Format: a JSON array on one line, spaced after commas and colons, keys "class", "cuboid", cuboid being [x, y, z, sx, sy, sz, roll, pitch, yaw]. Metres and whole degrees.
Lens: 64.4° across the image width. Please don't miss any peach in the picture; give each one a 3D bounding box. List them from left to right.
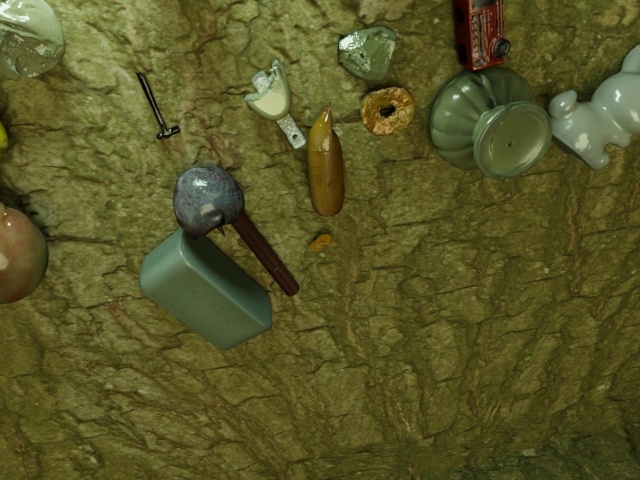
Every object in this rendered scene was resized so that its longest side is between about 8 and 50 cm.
[{"class": "peach", "cuboid": [-0.842, 0.029, 1.278, 0.293, 0.247, 0.292, 5, 136, 5]}]

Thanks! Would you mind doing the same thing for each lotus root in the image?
[{"class": "lotus root", "cuboid": [0.115, -0.472, 1.297, 0.144, 0.070, 0.143, -1, 122, -13]}]

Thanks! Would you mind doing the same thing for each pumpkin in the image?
[{"class": "pumpkin", "cuboid": [0.000, 0.000, 1.599, 0.083, 0.028, 0.050, -37, 125, 21]}]

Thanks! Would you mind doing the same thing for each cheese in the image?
[{"class": "cheese", "cuboid": [-0.107, -0.343, 1.340, 0.127, 0.049, 0.235, -32, 125, 5]}]

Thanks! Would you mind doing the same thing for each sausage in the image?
[{"class": "sausage", "cuboid": [0.013, -0.223, 1.409, 0.112, 0.112, 0.328, -9, 123, -8]}]

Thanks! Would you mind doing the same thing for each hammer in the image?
[{"class": "hammer", "cuboid": [-0.416, -0.342, 1.284, 0.065, 0.021, 0.178, -18, 122, -2]}]

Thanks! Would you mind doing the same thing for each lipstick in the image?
[{"class": "lipstick", "cuboid": [-0.172, 0.041, 1.567, 0.057, 0.057, 0.356, -30, 123, 6]}]

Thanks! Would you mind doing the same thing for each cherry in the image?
[{"class": "cherry", "cuboid": [-0.304, -0.110, 1.369, 0.195, 0.195, 0.195, -6, 123, -10]}]

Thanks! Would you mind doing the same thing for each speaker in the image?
[{"class": "speaker", "cuboid": [-0.338, 0.155, 1.529, 0.184, 0.183, 0.406, -33, 124, 14]}]

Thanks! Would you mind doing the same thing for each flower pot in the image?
[{"class": "flower pot", "cuboid": [0.472, -0.306, 1.390, 0.308, 0.244, 0.307, -6, 124, -9]}]

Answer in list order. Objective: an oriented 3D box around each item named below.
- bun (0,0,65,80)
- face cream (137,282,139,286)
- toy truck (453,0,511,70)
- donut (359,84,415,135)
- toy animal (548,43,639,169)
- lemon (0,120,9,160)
[{"class": "bun", "cuboid": [-0.683, -0.447, 1.091, 0.237, 0.116, 0.209, 20, 116, -23]}, {"class": "face cream", "cuboid": [-0.514, 0.168, 1.578, 0.034, 0.034, 0.130, -35, 124, 10]}, {"class": "toy truck", "cuboid": [0.401, -0.569, 1.283, 0.114, 0.107, 0.252, -19, 125, -2]}, {"class": "donut", "cuboid": [0.180, -0.360, 1.393, 0.152, 0.058, 0.151, -6, 123, -9]}, {"class": "toy animal", "cuboid": [0.830, -0.396, 1.450, 0.368, 0.196, 0.241, -38, 121, 14]}, {"class": "lemon", "cuboid": [-0.828, -0.233, 1.159, 0.193, 0.180, 0.180, -18, 127, -29]}]
